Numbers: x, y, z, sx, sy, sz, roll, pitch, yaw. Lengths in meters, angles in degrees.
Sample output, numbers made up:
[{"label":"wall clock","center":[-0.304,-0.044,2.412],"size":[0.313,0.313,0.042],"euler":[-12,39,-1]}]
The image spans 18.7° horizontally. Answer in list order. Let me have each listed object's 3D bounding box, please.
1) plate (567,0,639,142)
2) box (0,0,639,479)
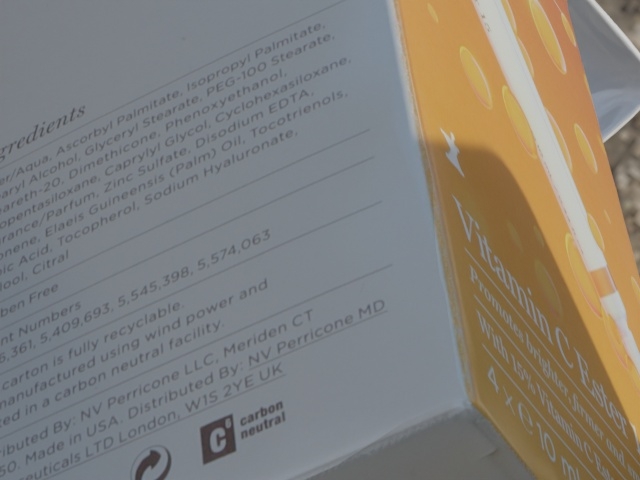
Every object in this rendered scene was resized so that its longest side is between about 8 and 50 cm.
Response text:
[{"label":"plate","center":[0.014,-0.105,1.164],"size":[0.278,0.277,0.045],"euler":[48,0,-10]},{"label":"box","center":[0.000,0.000,0.669],"size":[0.215,0.168,0.345],"euler":[47,26,-44]}]
